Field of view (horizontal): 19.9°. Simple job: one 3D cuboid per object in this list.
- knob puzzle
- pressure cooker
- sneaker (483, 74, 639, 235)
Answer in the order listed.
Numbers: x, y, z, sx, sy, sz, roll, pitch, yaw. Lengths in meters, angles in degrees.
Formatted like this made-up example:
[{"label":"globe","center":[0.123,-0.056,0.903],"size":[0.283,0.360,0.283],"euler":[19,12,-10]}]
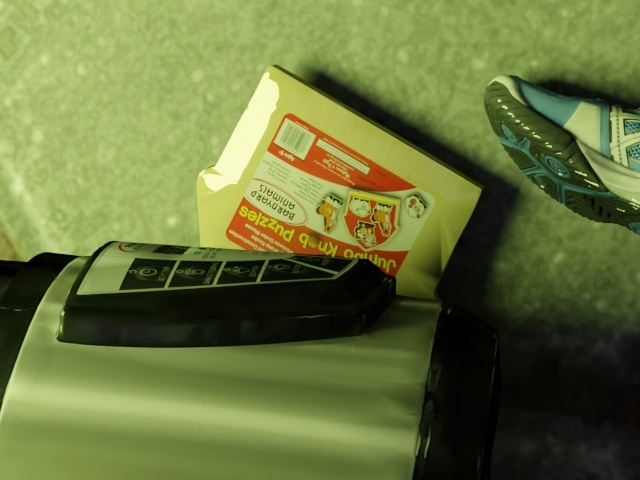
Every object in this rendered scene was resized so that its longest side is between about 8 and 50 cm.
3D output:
[{"label":"knob puzzle","center":[0.000,0.000,1.272],"size":[0.213,0.030,0.213],"euler":[4,106,16]},{"label":"pressure cooker","center":[-0.108,0.195,1.149],"size":[0.420,0.375,0.370],"euler":[7,138,7]},{"label":"sneaker","center":[0.202,-0.054,1.178],"size":[0.211,0.080,0.081],"euler":[32,76,16]}]
